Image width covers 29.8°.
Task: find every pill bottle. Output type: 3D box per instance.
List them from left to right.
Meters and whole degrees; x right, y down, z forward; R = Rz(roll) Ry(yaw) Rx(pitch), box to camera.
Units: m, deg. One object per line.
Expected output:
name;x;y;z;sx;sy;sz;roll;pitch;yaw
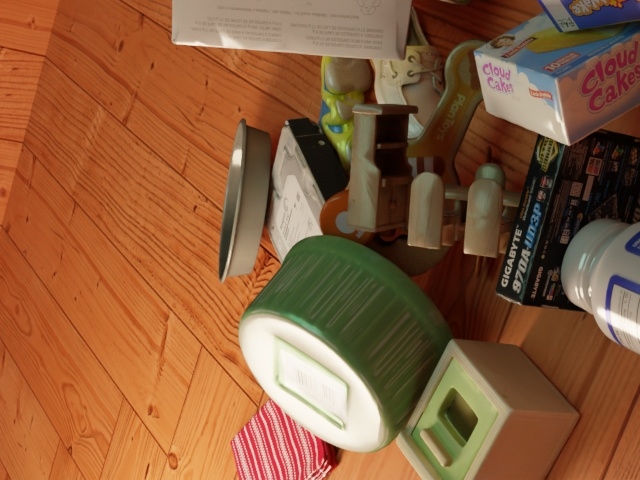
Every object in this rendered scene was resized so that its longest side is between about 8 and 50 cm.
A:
pill bottle;0.394;0.063;1.308;0.272;0.152;0.152;29;107;55

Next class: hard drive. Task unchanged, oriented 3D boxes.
hard drive;0.000;0.000;1.920;0.237;0.064;0.339;107;148;-46

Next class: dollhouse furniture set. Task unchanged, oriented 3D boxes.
dollhouse furniture set;0.166;-0.084;1.523;0.242;0.212;0.161;8;100;29

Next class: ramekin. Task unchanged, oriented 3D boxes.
ramekin;0.029;0.154;1.684;0.303;0.148;0.303;30;147;22

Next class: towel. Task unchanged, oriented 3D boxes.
towel;-0.070;0.358;2.046;0.275;0.031;0.199;-50;44;38

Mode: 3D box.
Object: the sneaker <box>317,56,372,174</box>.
sneaker;0.021;-0.216;1.979;0.126;0.091;0.240;-27;62;52

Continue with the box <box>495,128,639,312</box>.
box;0.311;-0.025;1.428;0.051;0.175;0.220;25;105;53

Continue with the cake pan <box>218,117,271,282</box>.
cake pan;-0.134;-0.067;2.122;0.293;0.054;0.293;-172;90;-81

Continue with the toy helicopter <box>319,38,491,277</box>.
toy helicopter;0.169;-0.106;1.665;0.235;0.140;0.355;29;110;9

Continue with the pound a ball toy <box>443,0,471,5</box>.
pound a ball toy;0.234;-0.513;1.685;0.208;0.135;0.319;-2;82;56

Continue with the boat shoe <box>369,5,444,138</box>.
boat shoe;0.138;-0.255;1.806;0.096;0.098;0.277;-52;43;38

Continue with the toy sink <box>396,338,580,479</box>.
toy sink;0.200;0.269;1.570;0.153;0.131;0.234;53;126;48

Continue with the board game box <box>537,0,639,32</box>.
board game box;0.405;-0.378;1.284;0.347;0.078;0.233;-52;27;-20

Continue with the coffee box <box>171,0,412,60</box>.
coffee box;-0.021;-0.488;1.711;0.334;0.337;0.338;-83;-2;-55

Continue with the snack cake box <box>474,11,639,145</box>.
snack cake box;0.328;-0.221;1.374;0.152;0.264;0.089;35;150;52
